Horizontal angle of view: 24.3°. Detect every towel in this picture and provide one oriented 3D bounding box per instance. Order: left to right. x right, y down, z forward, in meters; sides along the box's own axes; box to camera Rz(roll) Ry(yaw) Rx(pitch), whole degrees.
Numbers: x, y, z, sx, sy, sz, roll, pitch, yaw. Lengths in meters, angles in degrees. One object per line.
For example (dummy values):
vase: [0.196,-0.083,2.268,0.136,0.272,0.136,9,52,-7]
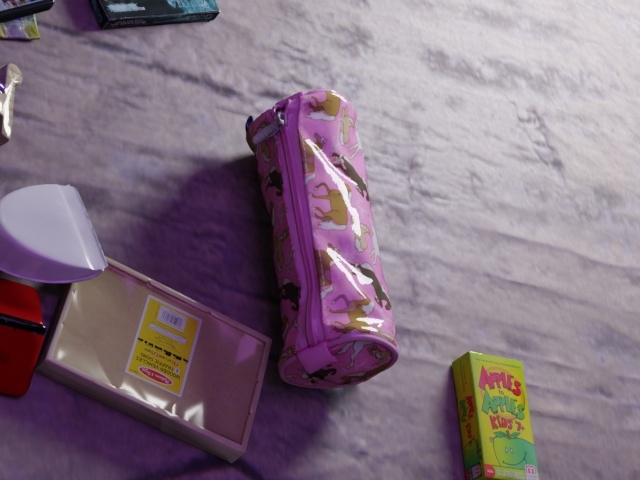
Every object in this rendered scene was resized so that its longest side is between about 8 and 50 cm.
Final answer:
towel: [-0.401,-0.283,1.897,0.083,0.009,0.060,2,62,-34]

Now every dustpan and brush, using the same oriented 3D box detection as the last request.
dustpan and brush: [-0.370,-0.003,1.721,0.211,0.060,0.147,4,44,-37]

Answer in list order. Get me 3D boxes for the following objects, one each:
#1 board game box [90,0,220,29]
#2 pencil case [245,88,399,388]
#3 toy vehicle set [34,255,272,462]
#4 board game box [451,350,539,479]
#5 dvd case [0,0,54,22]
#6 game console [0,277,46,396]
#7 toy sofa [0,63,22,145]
board game box: [-0.240,-0.354,2.040,0.186,0.026,0.126,-11,71,-39]
pencil case: [0.000,0.000,1.904,0.167,0.160,0.386,4,62,-26]
toy vehicle set: [-0.193,0.136,1.769,0.267,0.035,0.166,28,51,-18]
board game box: [0.235,0.245,1.995,0.092,0.043,0.181,13,57,-28]
dvd case: [-0.475,-0.377,1.886,0.180,0.022,0.253,-25,76,-42]
game console: [-0.391,0.098,1.671,0.144,0.085,0.124,18,86,-25]
toy sofa: [-0.502,-0.230,1.606,0.362,0.150,0.177,40,34,-42]
